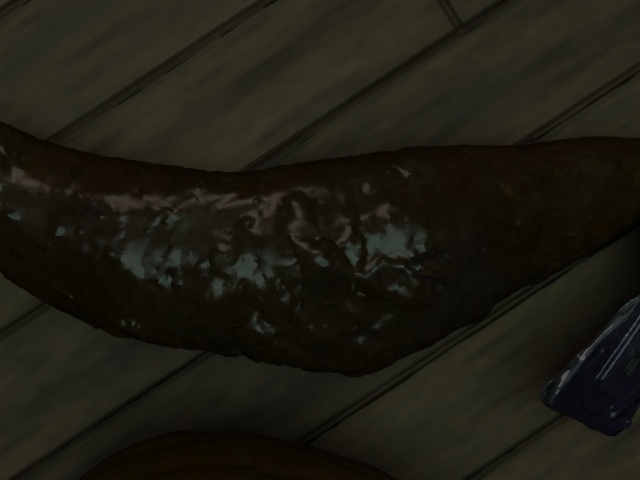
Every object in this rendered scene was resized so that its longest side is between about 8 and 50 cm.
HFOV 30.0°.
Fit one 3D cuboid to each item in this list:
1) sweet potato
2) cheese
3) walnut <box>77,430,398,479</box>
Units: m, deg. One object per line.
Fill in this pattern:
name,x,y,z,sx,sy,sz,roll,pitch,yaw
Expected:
sweet potato,-0.002,0.004,0.531,0.341,0.092,0.114,0,78,-5
cheese,0.175,0.007,0.551,0.042,0.105,0.191,39,97,38
walnut,-0.028,0.168,0.510,0.207,0.167,0.167,17,94,-3
